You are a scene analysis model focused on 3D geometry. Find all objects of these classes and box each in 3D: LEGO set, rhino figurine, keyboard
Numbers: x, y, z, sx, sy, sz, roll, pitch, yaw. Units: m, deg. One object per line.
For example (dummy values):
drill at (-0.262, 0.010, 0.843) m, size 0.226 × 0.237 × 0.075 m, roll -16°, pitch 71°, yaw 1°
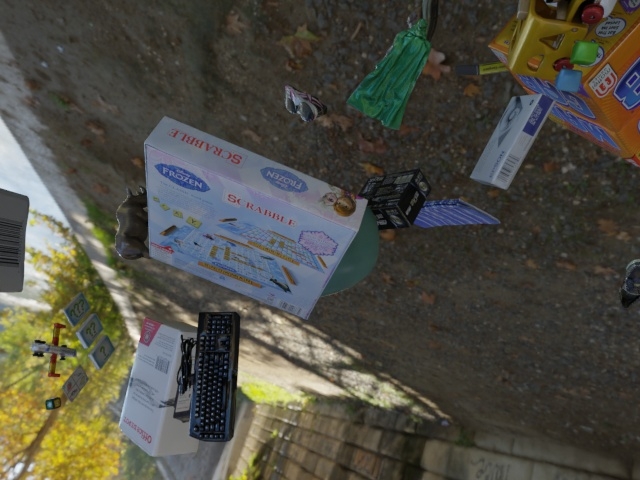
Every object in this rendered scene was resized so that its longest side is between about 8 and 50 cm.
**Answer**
LEGO set at (-0.544, 0.252, 1.154) m, size 0.060 × 0.244 × 0.183 m, roll -9°, pitch 117°, yaw 14°
rhino figurine at (-0.456, -0.049, 1.294) m, size 0.106 × 0.243 × 0.073 m, roll 5°, pitch 142°, yaw -23°
keyboard at (-0.176, 0.203, 0.783) m, size 0.100 × 0.192 × 0.038 m, roll -4°, pitch 162°, yaw 13°

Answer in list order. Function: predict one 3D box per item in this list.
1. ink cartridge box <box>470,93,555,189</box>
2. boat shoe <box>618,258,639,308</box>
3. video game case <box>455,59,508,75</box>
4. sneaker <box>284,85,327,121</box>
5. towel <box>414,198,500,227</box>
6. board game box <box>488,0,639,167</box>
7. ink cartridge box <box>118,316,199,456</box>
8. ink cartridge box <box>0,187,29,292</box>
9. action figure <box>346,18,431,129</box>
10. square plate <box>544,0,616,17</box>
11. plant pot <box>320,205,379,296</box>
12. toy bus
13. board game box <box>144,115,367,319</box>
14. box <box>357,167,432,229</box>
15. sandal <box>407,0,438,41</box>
ink cartridge box at (0.443, -0.239, 1.243) m, size 0.045 × 0.223 × 0.224 m, roll 25°, pitch -171°, yaw -6°
boat shoe at (0.674, 0.095, 1.101) m, size 0.056 × 0.049 × 0.152 m, roll 12°, pitch 148°, yaw 27°
video game case at (0.608, -0.588, 1.727) m, size 0.248 × 0.035 × 0.275 m, roll -8°, pitch -162°, yaw 2°
sneaker at (-0.044, -0.413, 1.564) m, size 0.178 × 0.077 × 0.072 m, roll 50°, pitch 143°, yaw 34°
towel at (0.426, -0.087, 1.838) m, size 0.243 × 0.040 × 0.335 m, roll 18°, pitch 168°, yaw -37°
board game box at (0.715, -0.462, 1.240) m, size 0.356 × 0.356 × 0.357 m, roll 31°, pitch -162°, yaw -34°
ink cartridge box at (-0.309, 0.291, 1.056) m, size 0.100 × 0.238 × 0.171 m, roll 17°, pitch 171°, yaw -41°
ink cartridge box at (-0.539, -0.011, 0.543) m, size 0.309 × 0.130 × 0.272 m, roll 1°, pitch 174°, yaw 5°
action figure at (0.168, -0.369, 1.121) m, size 0.137 × 0.064 × 0.232 m, roll 23°, pitch 129°, yaw -10°
square plate at (0.408, -0.612, 0.909) m, size 0.343 × 0.049 × 0.348 m, roll 21°, pitch 121°, yaw 15°
plant pot at (0.000, 0.000, 1.253) m, size 0.235 × 0.293 × 0.293 m, roll -2°, pitch 169°, yaw -23°
toy bus at (0.344, -0.335, 0.763) m, size 0.104 × 0.202 × 0.191 m, roll 11°, pitch -157°, yaw 7°
board game box at (-0.122, -0.014, 0.845) m, size 0.318 × 0.066 × 0.318 m, roll 23°, pitch 145°, yaw -3°
box at (0.184, -0.106, 1.389) m, size 0.180 × 0.147 × 0.078 m, roll -6°, pitch 133°, yaw 46°
sandal at (0.333, -0.744, 1.687) m, size 0.086 × 0.120 × 0.303 m, roll 17°, pitch 128°, yaw 18°
